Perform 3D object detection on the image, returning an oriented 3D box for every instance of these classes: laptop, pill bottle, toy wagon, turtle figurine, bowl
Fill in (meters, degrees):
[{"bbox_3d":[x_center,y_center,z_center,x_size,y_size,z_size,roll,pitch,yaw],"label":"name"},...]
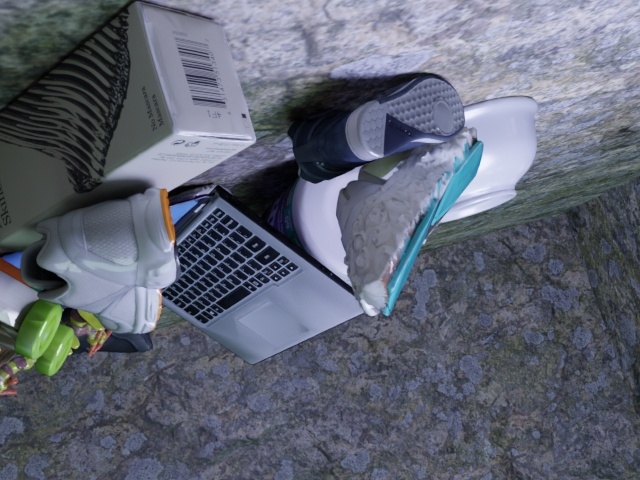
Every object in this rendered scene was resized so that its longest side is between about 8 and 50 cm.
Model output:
[{"bbox_3d":[-0.220,0.109,1.023,0.382,0.408,0.236,-33,-156,54],"label":"laptop"},{"bbox_3d":[0.000,0.000,1.249,0.204,0.204,0.361,-14,170,-23],"label":"pill bottle"},{"bbox_3d":[-0.389,0.057,0.770,0.267,0.068,0.344,24,159,-4],"label":"toy wagon"},{"bbox_3d":[-0.439,0.165,1.266,0.269,0.087,0.217,-25,174,-43],"label":"turtle figurine"},{"bbox_3d":[0.232,-0.114,1.226,0.297,0.134,0.298,-17,172,-2],"label":"bowl"}]

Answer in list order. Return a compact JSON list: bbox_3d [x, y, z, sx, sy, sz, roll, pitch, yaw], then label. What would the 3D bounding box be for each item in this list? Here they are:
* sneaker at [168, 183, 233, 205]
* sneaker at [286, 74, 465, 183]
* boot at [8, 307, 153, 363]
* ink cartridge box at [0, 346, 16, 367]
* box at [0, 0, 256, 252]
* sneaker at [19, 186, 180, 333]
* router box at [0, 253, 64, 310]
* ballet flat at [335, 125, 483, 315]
[{"bbox_3d":[-0.158,0.016,1.165,0.102,0.146,0.293,-18,163,4],"label":"sneaker"},{"bbox_3d":[0.063,-0.136,0.923,0.226,0.086,0.163,-21,-175,-43],"label":"sneaker"},{"bbox_3d":[-0.646,0.249,1.736,0.445,0.146,0.367,-21,162,-5],"label":"boot"},{"bbox_3d":[-0.608,0.199,1.337,0.193,0.088,0.235,-28,-158,51],"label":"ink cartridge box"},{"bbox_3d":[-0.192,-0.082,0.637,0.275,0.113,0.094,-24,169,34],"label":"box"},{"bbox_3d":[-0.205,0.025,0.670,0.121,0.099,0.262,-5,160,-21],"label":"sneaker"},{"bbox_3d":[-0.554,0.085,1.089,0.301,0.082,0.335,-15,171,-15],"label":"router box"},{"bbox_3d":[0.095,-0.044,0.948,0.147,0.147,0.409,-23,-165,34],"label":"ballet flat"}]
